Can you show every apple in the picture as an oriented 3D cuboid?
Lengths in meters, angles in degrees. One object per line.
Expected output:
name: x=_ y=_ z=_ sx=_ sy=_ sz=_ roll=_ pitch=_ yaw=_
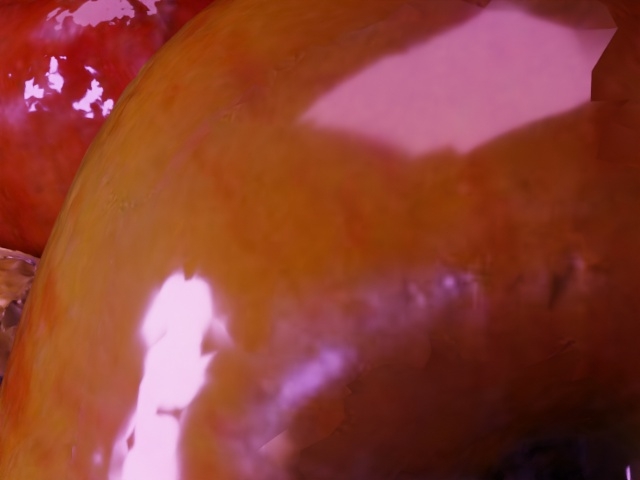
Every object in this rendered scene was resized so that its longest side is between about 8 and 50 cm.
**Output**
apple: x=0.059 y=0.063 z=0.438 sx=0.301 sy=0.302 sz=0.301 roll=-12 pitch=14 yaw=3

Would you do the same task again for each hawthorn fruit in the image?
hawthorn fruit: x=-0.150 y=-0.106 z=1.202 sx=0.287 sy=0.330 sz=0.287 roll=-23 pitch=33 yaw=16

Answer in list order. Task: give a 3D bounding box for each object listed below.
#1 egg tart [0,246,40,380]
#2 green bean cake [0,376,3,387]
egg tart: x=-0.258 y=0.068 z=1.068 sx=0.290 sy=0.107 sz=0.291 roll=-12 pitch=13 yaw=3
green bean cake: x=-0.259 y=0.126 z=0.768 sx=0.232 sy=0.097 sz=0.198 roll=-25 pitch=3 yaw=16
